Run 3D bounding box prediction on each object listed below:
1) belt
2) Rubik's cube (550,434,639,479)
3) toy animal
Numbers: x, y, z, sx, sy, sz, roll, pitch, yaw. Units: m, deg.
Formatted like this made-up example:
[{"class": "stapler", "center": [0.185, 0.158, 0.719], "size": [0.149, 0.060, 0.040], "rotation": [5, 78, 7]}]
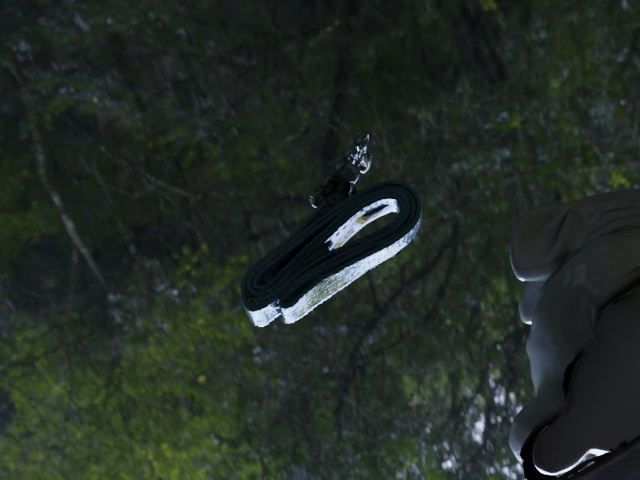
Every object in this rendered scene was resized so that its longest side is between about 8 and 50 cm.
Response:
[{"class": "belt", "center": [-0.001, -0.002, 1.058], "size": [0.179, 0.065, 0.100], "rotation": [-36, -110, -11]}, {"class": "Rubik's cube", "center": [0.242, 0.299, 0.832], "size": [0.221, 0.224, 0.231], "rotation": [-35, -142, 15]}, {"class": "toy animal", "center": [0.268, 0.055, 1.081], "size": [0.257, 0.194, 0.357], "rotation": [-20, -163, 9]}]
